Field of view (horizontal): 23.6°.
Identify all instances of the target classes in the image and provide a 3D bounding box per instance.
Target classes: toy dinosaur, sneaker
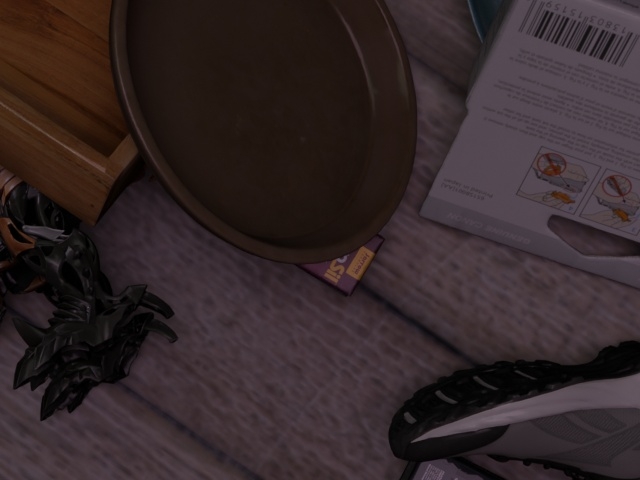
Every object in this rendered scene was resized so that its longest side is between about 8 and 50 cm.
[{"bbox_3d":[-0.214,0.001,1.125,0.322,0.164,0.218,-32,75,12],"label":"toy dinosaur"},{"bbox_3d":[0.184,0.141,1.134,0.271,0.100,0.108,-6,99,-14],"label":"sneaker"}]

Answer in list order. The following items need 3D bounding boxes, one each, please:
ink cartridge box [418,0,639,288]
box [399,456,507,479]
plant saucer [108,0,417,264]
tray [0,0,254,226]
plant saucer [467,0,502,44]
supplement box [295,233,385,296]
[{"bbox_3d":[0.237,-0.073,1.123,0.275,0.239,0.060,18,47,-4],"label":"ink cartridge box"},{"bbox_3d":[0.106,0.295,1.168,0.183,0.059,0.233,27,89,-1],"label":"box"},{"bbox_3d":[-0.041,-0.115,1.101,0.278,0.041,0.278,15,66,-38],"label":"plant saucer"},{"bbox_3d":[-0.275,-0.204,1.106,0.411,0.076,0.203,35,53,-1],"label":"tray"},{"bbox_3d":[0.265,-0.216,1.177,0.317,0.044,0.318,0,90,0],"label":"plant saucer"},{"bbox_3d":[0.000,0.000,1.173,0.083,0.043,0.055,30,88,-1],"label":"supplement box"}]
